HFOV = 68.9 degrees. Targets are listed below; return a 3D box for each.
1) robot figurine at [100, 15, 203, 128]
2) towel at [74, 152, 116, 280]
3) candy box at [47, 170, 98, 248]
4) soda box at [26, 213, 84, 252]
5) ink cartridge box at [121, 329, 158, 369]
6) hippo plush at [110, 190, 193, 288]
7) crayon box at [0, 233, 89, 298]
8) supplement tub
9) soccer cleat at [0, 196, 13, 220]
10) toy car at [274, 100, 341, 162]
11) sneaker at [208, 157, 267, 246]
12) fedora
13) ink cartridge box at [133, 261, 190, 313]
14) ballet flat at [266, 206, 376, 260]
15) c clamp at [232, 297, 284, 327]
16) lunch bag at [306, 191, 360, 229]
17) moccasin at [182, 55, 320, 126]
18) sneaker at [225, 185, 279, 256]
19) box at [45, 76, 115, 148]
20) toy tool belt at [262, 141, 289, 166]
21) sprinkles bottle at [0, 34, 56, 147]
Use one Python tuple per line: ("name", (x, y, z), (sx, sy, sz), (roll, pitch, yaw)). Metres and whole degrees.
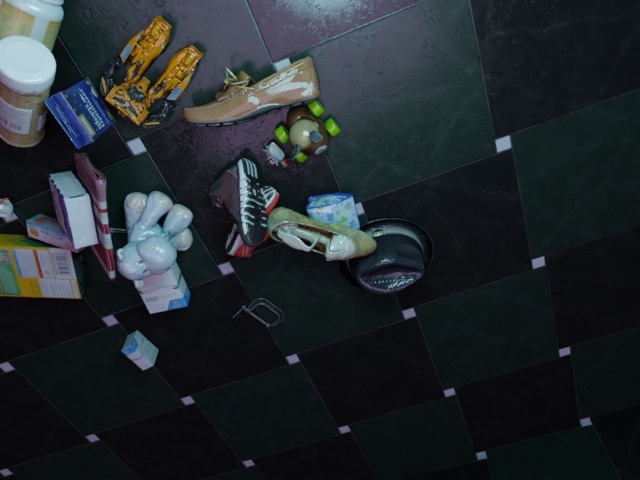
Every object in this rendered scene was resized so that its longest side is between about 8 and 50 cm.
("robot figurine", (-0.464, -0.439, 1.258), (0.211, 0.085, 0.291), (39, 112, -22))
("towel", (-0.666, -0.073, 1.395), (0.037, 0.237, 0.328), (-16, 128, -34))
("candy box", (-0.735, -0.094, 1.386), (0.070, 0.196, 0.164), (-18, 128, -34))
("soda box", (-0.828, -0.024, 1.473), (0.183, 0.058, 0.062), (18, 120, 8))
("ink cartridge box", (-0.677, 0.414, 1.755), (0.052, 0.088, 0.122), (-29, 118, 13))
("hippo plush", (-0.546, -0.004, 1.425), (0.295, 0.236, 0.234), (-12, 121, 4))
("crayon box", (-0.961, 0.086, 1.547), (0.323, 0.083, 0.203), (2, 121, -5))
("supplement tub", (-0.726, -0.541, 1.148), (0.144, 0.144, 0.199), (28, 115, -18))
("soccer cleat", (-1.059, -0.107, 1.438), (0.197, 0.068, 0.076), (12, 123, -13))
("toy car", (-0.035, -0.286, 1.312), (0.155, 0.188, 0.149), (-36, 116, 17))
("sneaker", (-0.256, -0.095, 1.400), (0.163, 0.281, 0.106), (-18, 156, 26))
("fedora", (0.228, 0.086, 1.570), (0.335, 0.152, 0.333), (-1, 121, -2))
("ink cartridge box", (-0.549, 0.146, 1.606), (0.140, 0.082, 0.190), (-11, 120, 3))
("ballet flat", (0.000, 0.000, 1.426), (0.349, 0.123, 0.123), (19, 118, -5))
("c clamp", (-0.222, 0.276, 1.740), (0.161, 0.022, 0.137), (35, 108, -20))
("lunch bag", (0.043, -0.081, 1.493), (0.151, 0.096, 0.128), (-9, 122, 14))
("moccasin", (-0.193, -0.403, 1.267), (0.381, 0.139, 0.146), (-14, 107, 10))
("sneaker", (-0.204, -0.057, 1.510), (0.118, 0.107, 0.279), (18, 122, -36))
("box", (-0.623, -0.338, 1.227), (0.037, 0.225, 0.136), (-20, 120, 8))
("toy tool belt", (-0.136, -0.253, 1.414), (0.051, 0.052, 0.083), (-19, 122, 45))
("sprinkles bottle", (-0.748, -0.358, 1.169), (0.121, 0.121, 0.355), (35, 149, -21))
